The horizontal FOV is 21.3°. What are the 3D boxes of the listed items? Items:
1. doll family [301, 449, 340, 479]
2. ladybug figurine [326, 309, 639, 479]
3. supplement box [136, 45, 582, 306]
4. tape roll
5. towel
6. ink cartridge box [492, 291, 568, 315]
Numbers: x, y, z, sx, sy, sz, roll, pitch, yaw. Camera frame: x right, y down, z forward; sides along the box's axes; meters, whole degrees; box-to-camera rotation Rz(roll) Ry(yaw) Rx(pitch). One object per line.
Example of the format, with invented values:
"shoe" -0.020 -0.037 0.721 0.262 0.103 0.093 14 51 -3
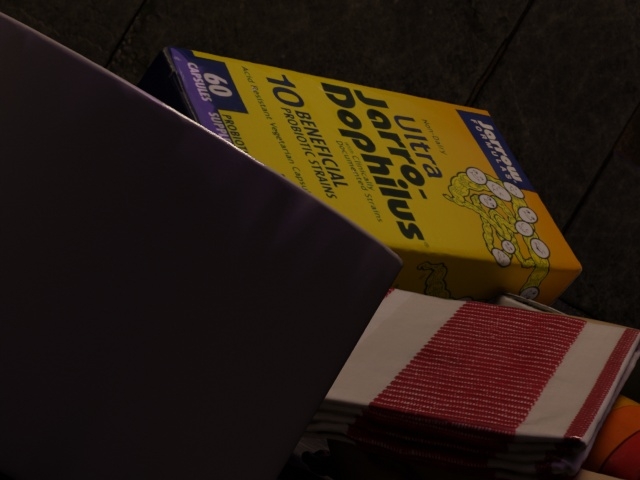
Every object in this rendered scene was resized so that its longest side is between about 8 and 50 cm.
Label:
"doll family" 0.072 0.221 1.553 0.193 0.076 0.111 37 -9 -24
"ladybug figurine" 0.172 0.168 1.068 0.305 0.161 0.449 -8 20 -28
"supplement box" 0.000 0.000 1.388 0.357 0.195 0.194 7 45 -41
"tape roll" -0.106 0.020 0.814 0.246 0.169 0.246 30 -3 2
"towel" 0.017 0.071 1.037 0.329 0.037 0.237 9 16 17
"ink cartridge box" 0.228 0.212 1.356 0.306 0.226 0.131 32 -3 -19
